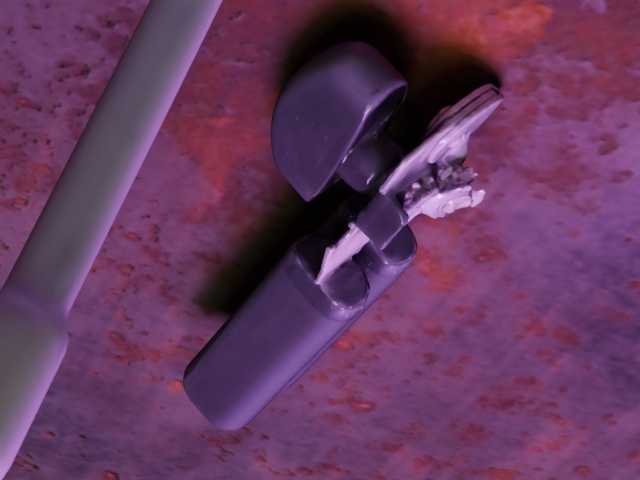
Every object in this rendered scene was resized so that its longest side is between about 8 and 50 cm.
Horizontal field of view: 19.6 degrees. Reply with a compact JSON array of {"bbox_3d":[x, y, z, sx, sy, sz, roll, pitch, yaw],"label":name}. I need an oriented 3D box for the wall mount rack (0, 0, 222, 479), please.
[{"bbox_3d":[-0.015,-0.139,0.281,0.130,0.304,0.350,-11,166,-25],"label":"wall mount rack"}]

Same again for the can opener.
[{"bbox_3d":[0.000,0.000,0.877,0.093,0.074,0.280,46,143,9],"label":"can opener"}]
